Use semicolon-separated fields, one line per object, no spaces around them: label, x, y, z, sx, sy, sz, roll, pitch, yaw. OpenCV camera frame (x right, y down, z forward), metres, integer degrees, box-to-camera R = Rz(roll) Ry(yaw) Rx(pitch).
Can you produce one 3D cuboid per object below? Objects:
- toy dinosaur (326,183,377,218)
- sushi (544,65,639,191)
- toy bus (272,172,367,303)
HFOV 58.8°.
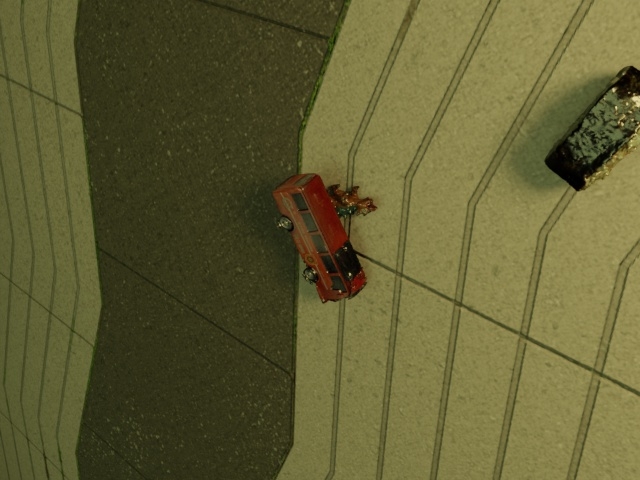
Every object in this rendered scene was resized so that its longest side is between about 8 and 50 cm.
toy dinosaur;0.031;-0.065;0.972;0.154;0.049;0.055;5;118;38
sushi;0.347;-0.130;0.690;0.078;0.090;0.150;44;124;12
toy bus;0.000;0.000;0.968;0.096;0.073;0.235;-3;121;46
